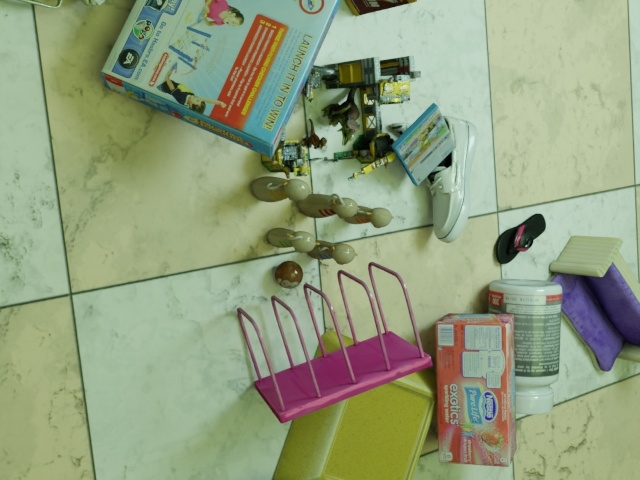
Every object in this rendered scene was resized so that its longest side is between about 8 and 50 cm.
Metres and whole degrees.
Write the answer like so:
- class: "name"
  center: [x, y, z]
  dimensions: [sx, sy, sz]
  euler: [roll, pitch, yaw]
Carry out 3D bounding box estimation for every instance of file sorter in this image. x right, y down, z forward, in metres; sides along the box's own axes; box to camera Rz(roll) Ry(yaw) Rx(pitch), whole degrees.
- class: "file sorter"
  center: [0.015, 0.170, 1.630]
  dimensions: [0.290, 0.202, 0.182]
  euler: [-19, 102, -13]

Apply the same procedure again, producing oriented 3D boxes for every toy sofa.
- class: "toy sofa"
  center: [0.707, 0.168, 2.175]
  dimensions: [0.177, 0.150, 0.362]
  euler: [-52, 119, -21]

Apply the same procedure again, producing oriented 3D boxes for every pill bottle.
- class: "pill bottle"
  center: [0.454, 0.235, 2.002]
  dimensions: [0.161, 0.161, 0.284]
  euler: [-1, 95, -34]

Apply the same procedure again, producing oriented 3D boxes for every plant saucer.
- class: "plant saucer"
  center: [0.101, 0.389, 1.824]
  dimensions: [0.332, 0.081, 0.333]
  euler: [25, 79, -33]

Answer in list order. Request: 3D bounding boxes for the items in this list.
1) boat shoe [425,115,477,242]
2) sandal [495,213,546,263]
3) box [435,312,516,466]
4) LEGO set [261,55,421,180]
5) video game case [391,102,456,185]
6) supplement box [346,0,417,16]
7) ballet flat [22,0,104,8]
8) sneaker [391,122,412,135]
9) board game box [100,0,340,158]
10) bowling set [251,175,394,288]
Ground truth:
- class: "boat shoe"
  center: [0.265, -0.132, 1.885]
  dimensions: [0.088, 0.096, 0.268]
  euler: [15, 84, -30]
- class: "sandal"
  center: [0.469, -0.008, 2.064]
  dimensions: [0.179, 0.040, 0.067]
  euler: [-35, 112, -27]
- class: "box"
  center: [0.333, 0.309, 1.890]
  dimensions: [0.142, 0.154, 0.300]
  euler: [-11, 99, -70]
- class: "LEGO set"
  center: [0.049, -0.237, 1.667]
  dimensions: [0.331, 0.192, 0.255]
  euler: [1, 94, -34]
- class: "video game case"
  center: [0.208, -0.188, 1.778]
  dimensions: [0.119, 0.015, 0.166]
  euler: [-45, 149, -2]
- class: "supplement box"
  center: [0.148, -0.549, 1.709]
  dimensions: [0.194, 0.191, 0.129]
  euler: [-47, 117, -22]
- class: "ballet flat"
  center: [-0.401, -0.419, 1.416]
  dimensions: [0.280, 0.095, 0.096]
  euler: [-10, 110, -23]
- class: "sneaker"
  center: [0.181, -0.222, 1.855]
  dimensions: [0.083, 0.032, 0.037]
  euler: [11, 87, -34]
- class: "board game box"
  center: [-0.159, -0.338, 1.493]
  dimensions: [0.301, 0.086, 0.308]
  euler: [24, 79, 0]
- class: "bowling set"
  center: [0.000, 0.000, 1.677]
  dimensions: [0.286, 0.154, 0.200]
  euler: [11, 87, -34]
